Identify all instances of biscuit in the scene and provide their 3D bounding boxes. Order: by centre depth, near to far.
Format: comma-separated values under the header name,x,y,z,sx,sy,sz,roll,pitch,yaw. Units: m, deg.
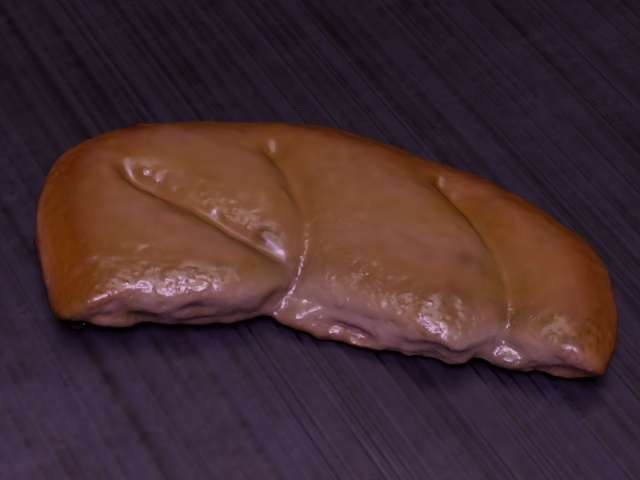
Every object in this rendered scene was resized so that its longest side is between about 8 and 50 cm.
name,x,y,z,sx,sy,sz,roll,pitch,yaw
biscuit,0.002,-0.003,0.858,0.299,0.045,0.154,6,44,1
